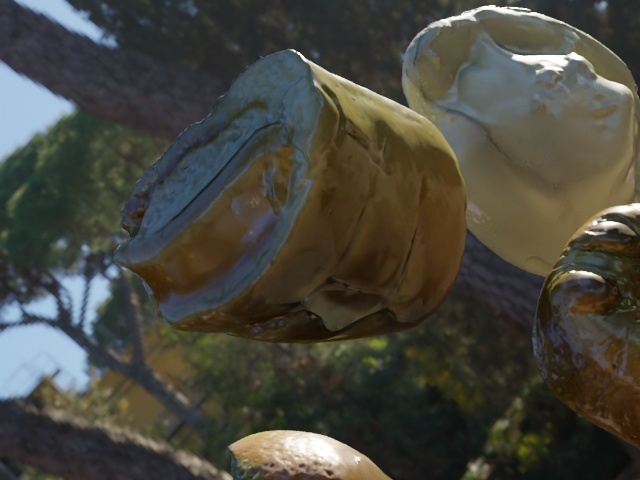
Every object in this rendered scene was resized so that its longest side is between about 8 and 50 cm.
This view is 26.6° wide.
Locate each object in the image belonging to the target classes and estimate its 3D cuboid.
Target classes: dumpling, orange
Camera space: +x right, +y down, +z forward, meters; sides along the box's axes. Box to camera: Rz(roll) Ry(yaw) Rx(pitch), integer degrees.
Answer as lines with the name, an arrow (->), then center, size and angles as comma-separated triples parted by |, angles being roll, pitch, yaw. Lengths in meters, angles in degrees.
dumpling -> 0.273, -0.131, 1.643 | 0.315, 0.395, 0.233 | -54, 6, -33
orange -> 0.011, 0.369, 1.748 | 0.196, 0.334, 0.262 | -48, 18, 1

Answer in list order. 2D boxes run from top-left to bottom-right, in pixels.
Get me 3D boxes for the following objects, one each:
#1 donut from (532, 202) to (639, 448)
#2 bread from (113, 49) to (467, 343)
donut -> 0.281, 0.072, 1.095 | 0.226, 0.227, 0.113 | -36, -28, -45
bread -> 0.000, 0.000, 1.352 | 0.300, 0.210, 0.341 | -37, -33, 24
